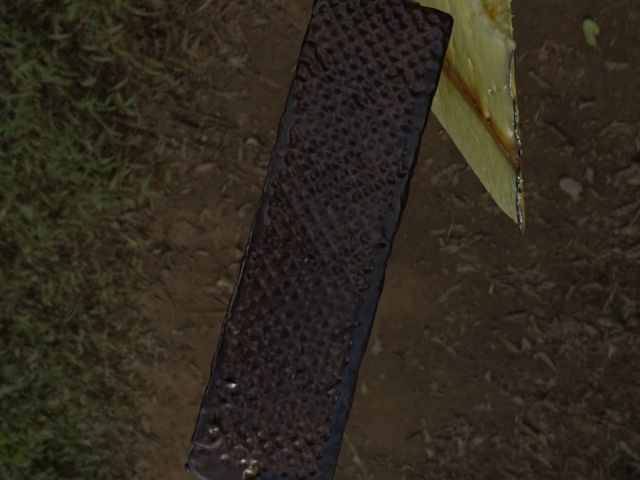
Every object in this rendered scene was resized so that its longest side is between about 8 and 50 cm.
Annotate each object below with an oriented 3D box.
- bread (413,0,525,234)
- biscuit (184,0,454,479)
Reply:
[{"bbox_3d":[0.232,-0.282,0.955,0.405,0.242,0.345,55,174,26],"label":"bread"},{"bbox_3d":[0.000,0.000,0.583,0.107,0.388,0.073,15,175,-1],"label":"biscuit"}]
